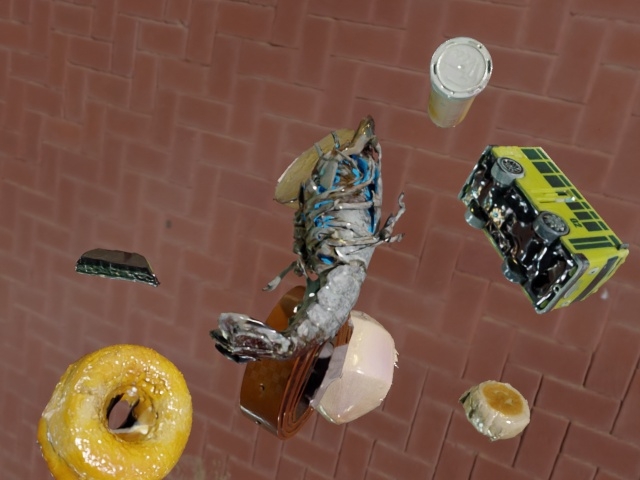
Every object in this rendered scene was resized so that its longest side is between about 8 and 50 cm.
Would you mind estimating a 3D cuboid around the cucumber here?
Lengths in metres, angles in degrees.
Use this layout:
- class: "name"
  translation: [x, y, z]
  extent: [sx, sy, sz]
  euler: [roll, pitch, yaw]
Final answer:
- class: "cucumber"
  translation: [-0.438, 0.050, 1.328]
  extent: [0.219, 0.070, 0.046]
  euler: [8, 134, 18]

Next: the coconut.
- class: "coconut"
  translation: [0.054, 0.279, 1.300]
  extent: [0.224, 0.224, 0.234]
  euler: [-21, 52, 27]

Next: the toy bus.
- class: "toy bus"
  translation: [0.232, -0.017, 0.635]
  extent: [0.175, 0.101, 0.088]
  euler: [65, 147, 36]

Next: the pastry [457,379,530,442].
- class: "pastry"
  translation: [0.427, 0.410, 1.466]
  extent: [0.165, 0.166, 0.088]
  euler: [30, 123, 17]

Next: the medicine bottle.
- class: "medicine bottle"
  translation: [0.182, -0.205, 0.819]
  extent: [0.073, 0.218, 0.074]
  euler: [0, 90, 8]

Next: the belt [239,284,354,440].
- class: "belt"
  translation: [-0.040, 0.215, 1.062]
  extent: [0.105, 0.184, 0.262]
  euler: [21, 87, 29]

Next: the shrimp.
- class: "shrimp"
  translation: [0.003, 0.003, 0.354]
  extent: [0.076, 0.174, 0.082]
  euler: [34, 151, -11]

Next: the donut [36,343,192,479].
- class: "donut"
  translation: [-0.321, 0.289, 0.975]
  extent: [0.118, 0.253, 0.254]
  euler: [-29, 86, 43]

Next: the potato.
- class: "potato"
  translation: [0.011, -0.135, 1.359]
  extent: [0.239, 0.299, 0.116]
  euler: [-33, 110, 7]
